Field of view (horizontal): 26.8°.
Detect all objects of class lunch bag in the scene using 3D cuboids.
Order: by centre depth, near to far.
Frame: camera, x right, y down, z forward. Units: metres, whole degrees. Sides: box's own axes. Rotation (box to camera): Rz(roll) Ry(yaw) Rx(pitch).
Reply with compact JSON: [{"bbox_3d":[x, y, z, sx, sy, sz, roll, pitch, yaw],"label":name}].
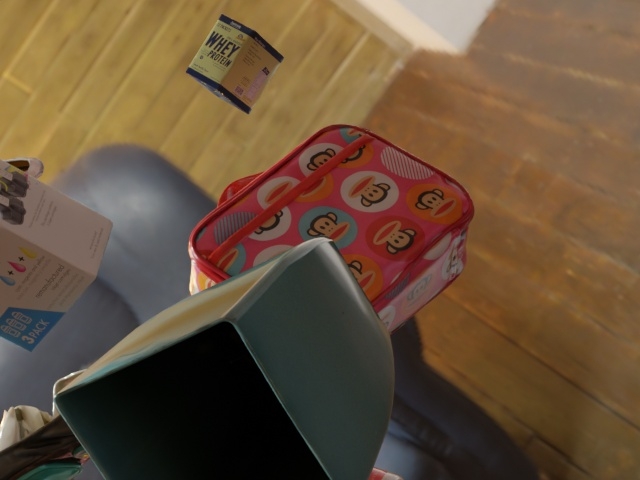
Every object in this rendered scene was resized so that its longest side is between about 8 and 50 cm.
[{"bbox_3d":[0.000,0.000,1.494,0.293,0.258,0.120,-40,-29,-31],"label":"lunch bag"}]

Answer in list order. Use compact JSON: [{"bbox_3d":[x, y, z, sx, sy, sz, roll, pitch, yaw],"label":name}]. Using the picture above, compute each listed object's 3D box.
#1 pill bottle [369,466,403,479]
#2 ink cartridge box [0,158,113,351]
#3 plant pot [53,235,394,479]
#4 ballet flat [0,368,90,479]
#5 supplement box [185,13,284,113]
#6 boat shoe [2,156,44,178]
[{"bbox_3d":[-0.057,0.364,1.860,0.176,0.319,0.176,16,-90,-76],"label":"pill bottle"},{"bbox_3d":[-0.251,-0.009,0.934,0.104,0.181,0.061,-45,23,37],"label":"ink cartridge box"},{"bbox_3d":[-0.046,0.103,1.016,0.166,0.165,0.234,-26,12,27],"label":"plant pot"},{"bbox_3d":[-0.264,0.199,1.377,0.280,0.095,0.096,-32,65,15],"label":"ballet flat"},{"bbox_3d":[-0.101,-0.210,1.606,0.056,0.083,0.083,31,89,29],"label":"supplement box"},{"bbox_3d":[-0.378,-0.079,1.583,0.100,0.035,0.035,-8,82,16],"label":"boat shoe"}]
